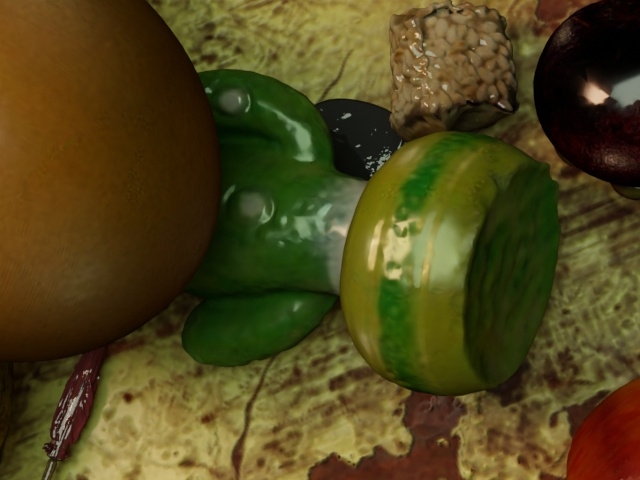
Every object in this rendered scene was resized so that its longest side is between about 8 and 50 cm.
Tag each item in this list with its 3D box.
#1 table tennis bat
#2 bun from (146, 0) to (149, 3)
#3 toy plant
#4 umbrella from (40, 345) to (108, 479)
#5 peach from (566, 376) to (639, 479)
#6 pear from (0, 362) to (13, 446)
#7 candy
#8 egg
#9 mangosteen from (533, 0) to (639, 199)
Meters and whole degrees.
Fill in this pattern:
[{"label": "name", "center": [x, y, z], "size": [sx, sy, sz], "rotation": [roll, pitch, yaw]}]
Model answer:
[{"label": "table tennis bat", "center": [0.047, -0.059, 1.265], "size": [0.156, 0.013, 0.087], "rotation": [18, 82, 15]}, {"label": "bun", "center": [-0.234, -0.167, 1.284], "size": [0.222, 0.127, 0.222], "rotation": [2, 104, 10]}, {"label": "toy plant", "center": [0.000, 0.000, 1.201], "size": [0.316, 0.184, 0.224], "rotation": [14, 100, 29]}, {"label": "umbrella", "center": [-0.185, 0.115, 1.272], "size": [0.027, 0.025, 0.165], "rotation": [15, 79, 33]}, {"label": "peach", "center": [0.291, 0.197, 1.046], "size": [0.281, 0.238, 0.281], "rotation": [-5, 41, 4]}, {"label": "pear", "center": [-0.316, 0.110, 1.215], "size": [0.197, 0.197, 0.197], "rotation": [-2, 78, 11]}, {"label": "candy", "center": [0.098, -0.125, 1.230], "size": [0.095, 0.085, 0.110], "rotation": [-2, 77, -30]}, {"label": "egg", "center": [-0.231, -0.075, 1.094], "size": [0.351, 0.282, 0.282], "rotation": [41, 89, -5]}, {"label": "mangosteen", "center": [0.226, -0.099, 1.180], "size": [0.152, 0.152, 0.152], "rotation": [-2, 78, 11]}]
